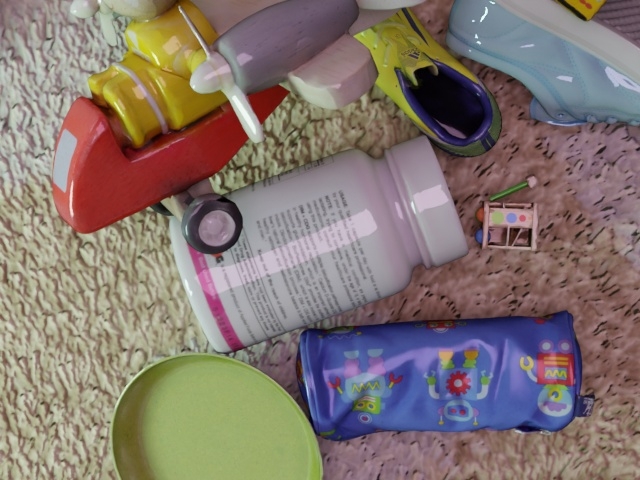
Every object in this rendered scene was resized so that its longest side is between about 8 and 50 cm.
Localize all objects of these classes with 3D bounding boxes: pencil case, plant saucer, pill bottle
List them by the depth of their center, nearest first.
[{"bbox_3d":[0.000,0.000,1.562,0.283,0.160,0.160,-20,90,3],"label":"pill bottle"},{"bbox_3d":[0.128,0.147,1.578,0.306,0.119,0.133,-3,98,3],"label":"pencil case"},{"bbox_3d":[-0.107,0.224,1.597,0.241,0.037,0.241,6,110,17],"label":"plant saucer"}]

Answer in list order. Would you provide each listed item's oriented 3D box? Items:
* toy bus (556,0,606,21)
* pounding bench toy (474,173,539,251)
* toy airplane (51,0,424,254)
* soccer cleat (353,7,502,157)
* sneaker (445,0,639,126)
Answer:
[{"bbox_3d":[0.322,-0.370,1.505,0.108,0.130,0.333,38,67,3],"label":"toy bus"},{"bbox_3d":[0.199,-0.031,1.605,0.065,0.052,0.083,3,91,3],"label":"pounding bench toy"},{"bbox_3d":[-0.091,-0.210,1.425,0.386,0.384,0.272,-20,131,35],"label":"toy airplane"},{"bbox_3d":[0.079,-0.201,1.575,0.289,0.121,0.093,43,93,2],"label":"soccer cleat"},{"bbox_3d":[0.299,-0.175,1.583,0.366,0.135,0.150,31,130,-6],"label":"sneaker"}]
